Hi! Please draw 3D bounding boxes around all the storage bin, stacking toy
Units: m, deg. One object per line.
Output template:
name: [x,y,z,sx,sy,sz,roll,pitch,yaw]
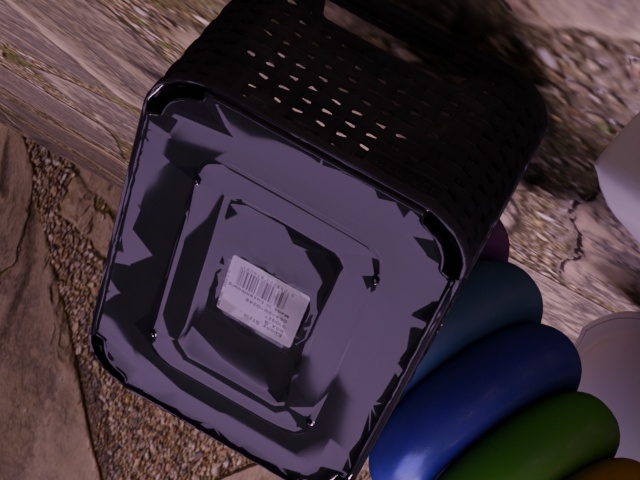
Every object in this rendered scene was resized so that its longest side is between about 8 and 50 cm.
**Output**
storage bin: [-0.006,0.000,0.579,0.122,0.084,0.180,29,140,6]
stacking toy: [0.099,0.112,0.697,0.330,0.141,0.141,52,-176,22]

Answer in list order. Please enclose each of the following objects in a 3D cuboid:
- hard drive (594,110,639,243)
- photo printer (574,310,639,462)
hard drive: [0.230,0.097,0.336,0.233,0.047,0.353,42,180,-35]
photo printer: [0.267,0.166,0.819,0.256,0.107,0.307,35,-174,-33]
